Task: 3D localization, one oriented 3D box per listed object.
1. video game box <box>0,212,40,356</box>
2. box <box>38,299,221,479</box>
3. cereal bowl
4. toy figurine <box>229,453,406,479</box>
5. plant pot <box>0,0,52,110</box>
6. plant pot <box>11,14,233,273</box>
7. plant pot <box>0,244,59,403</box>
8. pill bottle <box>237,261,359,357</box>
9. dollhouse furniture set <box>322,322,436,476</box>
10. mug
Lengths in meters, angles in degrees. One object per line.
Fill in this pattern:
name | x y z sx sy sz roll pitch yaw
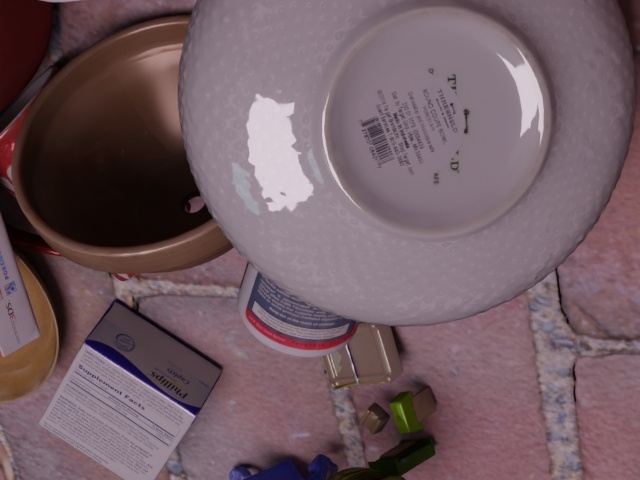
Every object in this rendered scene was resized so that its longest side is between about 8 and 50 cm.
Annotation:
video game box | -0.338 -0.015 1.626 0.205 0.048 0.187 25 140 45
box | -0.180 0.148 1.755 0.126 0.072 0.137 33 132 -1
cereal bowl | 0.070 -0.094 1.309 0.339 0.141 0.338 -2 104 -9
toy figurine | -0.052 0.282 1.721 0.362 0.191 0.217 98 150 -44
plant pot | -0.351 -0.165 1.461 0.275 0.243 0.274 6 109 19
plant pot | -0.118 -0.058 1.492 0.237 0.237 0.109 4 149 22
plant pot | -0.353 0.056 1.794 0.236 0.032 0.236 12 127 16
pill bottle | 0.000 0.000 1.540 0.108 0.108 0.180 24 131 7
dollhouse furniture set | 0.057 0.133 1.669 0.076 0.058 0.151 -11 100 39
mug | -0.212 -0.048 1.612 0.169 0.113 0.150 42 146 -14
